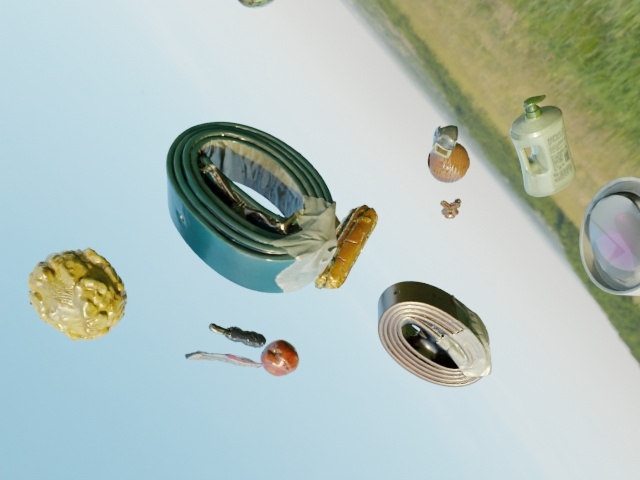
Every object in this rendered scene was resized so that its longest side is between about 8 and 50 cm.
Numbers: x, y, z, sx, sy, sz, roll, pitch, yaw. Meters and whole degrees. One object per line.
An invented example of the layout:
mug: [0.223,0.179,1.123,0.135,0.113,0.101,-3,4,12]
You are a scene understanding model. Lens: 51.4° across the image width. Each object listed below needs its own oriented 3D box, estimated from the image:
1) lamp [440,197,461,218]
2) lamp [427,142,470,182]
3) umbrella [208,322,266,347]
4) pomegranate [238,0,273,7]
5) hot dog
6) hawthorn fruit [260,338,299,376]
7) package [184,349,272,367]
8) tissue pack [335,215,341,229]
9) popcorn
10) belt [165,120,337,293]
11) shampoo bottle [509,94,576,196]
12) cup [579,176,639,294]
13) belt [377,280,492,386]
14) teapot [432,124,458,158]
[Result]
lamp: [0.391,-0.093,1.989,0.083,0.063,0.031,74,-156,-53]
lamp: [0.399,-0.244,2.066,0.136,0.136,0.136,46,-165,-16]
umbrella: [-0.308,0.353,2.448,0.248,0.071,0.071,20,-149,-42]
pomegranate: [-0.161,-0.739,1.888,0.159,0.205,0.159,-2,-90,-87]
hot dog: [0.065,0.017,1.719,0.115,0.269,0.072,3,144,45]
hawthorn fruit: [-0.128,0.362,2.050,0.128,0.128,0.128,46,-165,-16]
package: [-0.258,0.334,1.865,0.154,0.239,0.030,18,-105,-39]
tissue pack: [0.000,0.000,2.203,0.092,0.183,0.226,61,179,-33]
popcorn: [-0.612,0.129,1.679,0.250,0.250,0.190,46,-169,-15]
belt: [-0.155,-0.082,1.474,0.436,0.300,0.173,44,149,16]
shampoo bottle: [0.478,-0.211,1.441,0.234,0.118,0.087,59,-172,-39]
cup: [0.788,0.006,1.470,0.372,0.253,0.253,6,-147,-19]
belt: [0.301,0.247,1.751,0.339,0.217,0.122,35,-156,-12]
teapot: [0.324,-0.261,1.739,0.057,0.088,0.066,10,-167,-4]
